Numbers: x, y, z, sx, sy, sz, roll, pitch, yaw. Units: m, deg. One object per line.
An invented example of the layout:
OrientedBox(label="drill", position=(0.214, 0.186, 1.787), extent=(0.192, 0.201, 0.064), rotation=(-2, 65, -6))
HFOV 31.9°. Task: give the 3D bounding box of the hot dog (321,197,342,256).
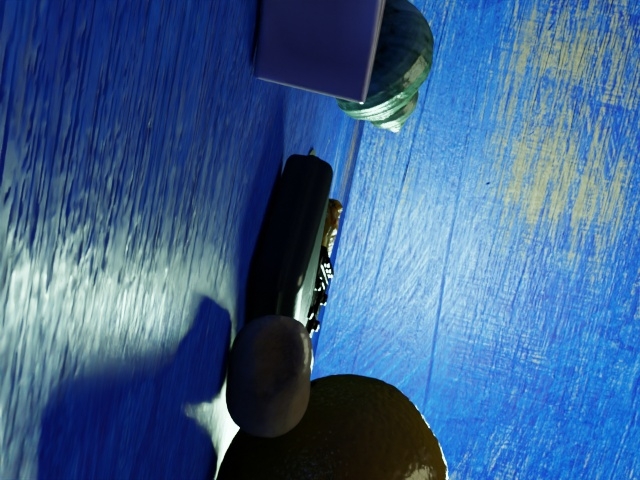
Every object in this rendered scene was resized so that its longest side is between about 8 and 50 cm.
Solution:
OrientedBox(label="hot dog", position=(-0.002, 0.000, 1.485), extent=(0.144, 0.038, 0.062), rotation=(106, -4, -48))

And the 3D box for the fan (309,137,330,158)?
OrientedBox(label="fan", position=(-0.011, -0.065, 1.458), extent=(0.310, 0.010, 0.182), rotation=(-71, 173, -56))

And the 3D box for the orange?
OrientedBox(label="orange", position=(0.009, 0.244, 1.108), extent=(0.236, 0.236, 0.236), rotation=(12, 90, -87))

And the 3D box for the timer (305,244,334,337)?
OrientedBox(label="timer", position=(-0.034, 0.100, 1.340), extent=(0.144, 0.055, 0.187), rotation=(73, 35, -77))

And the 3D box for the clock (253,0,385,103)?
OrientedBox(label="clock", position=(0.010, -0.208, 0.656), extent=(0.275, 0.080, 0.290), rotation=(-73, 173, -53))

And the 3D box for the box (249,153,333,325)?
OrientedBox(label="box", position=(-0.033, 0.040, 1.114), extent=(0.230, 0.050, 0.160), rotation=(99, 5, -55))

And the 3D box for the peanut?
OrientedBox(label="peanut", position=(-0.045, 0.118, 0.987), extent=(0.152, 0.076, 0.076), rotation=(100, 4, -46))

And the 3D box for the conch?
OrientedBox(label="conch", position=(0.086, -0.245, 1.536), extent=(0.176, 0.122, 0.188), rotation=(-126, -132, -61))
